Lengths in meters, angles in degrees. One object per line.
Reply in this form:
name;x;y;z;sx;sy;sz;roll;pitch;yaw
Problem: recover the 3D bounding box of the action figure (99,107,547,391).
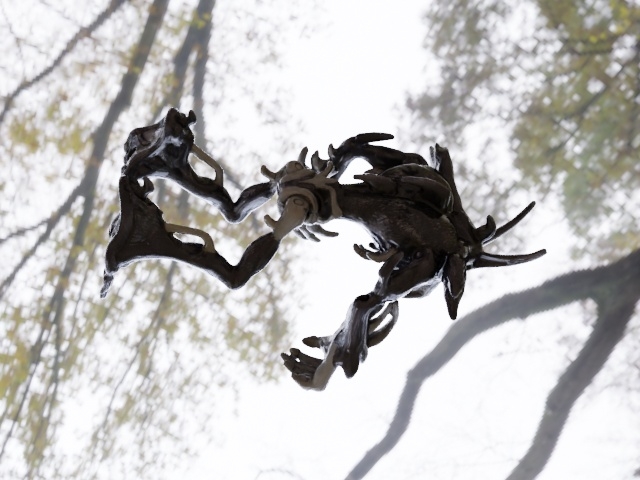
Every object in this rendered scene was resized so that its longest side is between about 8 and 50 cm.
action figure;0.000;0.000;0.830;0.275;0.141;0.164;10;-132;-10
